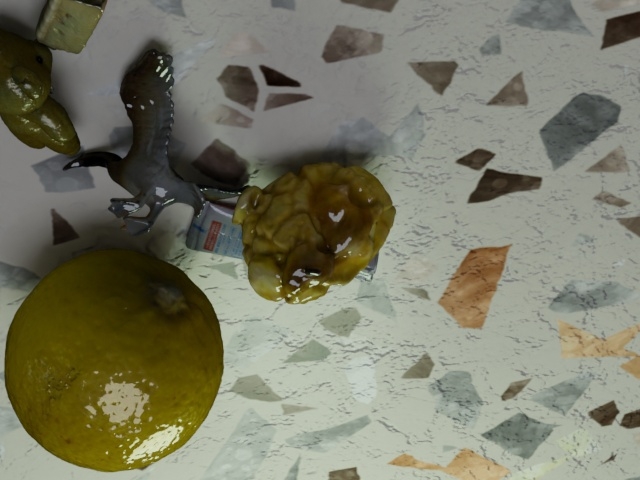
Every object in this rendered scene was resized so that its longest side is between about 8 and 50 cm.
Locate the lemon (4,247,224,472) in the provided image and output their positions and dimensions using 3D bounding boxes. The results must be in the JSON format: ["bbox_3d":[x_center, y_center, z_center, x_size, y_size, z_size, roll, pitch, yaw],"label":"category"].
[{"bbox_3d":[-0.251,0.145,2.243,0.293,0.293,0.293,-4,139,-3],"label":"lemon"}]

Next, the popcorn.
[{"bbox_3d":[-0.015,-0.008,2.175,0.163,0.194,0.140,25,150,30],"label":"popcorn"}]

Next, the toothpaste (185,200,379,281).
[{"bbox_3d":[-0.046,0.005,2.272,0.234,0.057,0.089,11,135,-10],"label":"toothpaste"}]

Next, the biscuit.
[{"bbox_3d":[-0.258,-0.237,1.900,0.056,0.052,0.188,20,166,-13],"label":"biscuit"}]

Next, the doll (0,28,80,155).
[{"bbox_3d":[-0.323,-0.165,2.020,0.137,0.097,0.209,30,165,20],"label":"doll"}]

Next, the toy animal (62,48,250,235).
[{"bbox_3d":[-0.208,-0.083,2.091,0.197,0.160,0.272,-12,132,9],"label":"toy animal"}]
